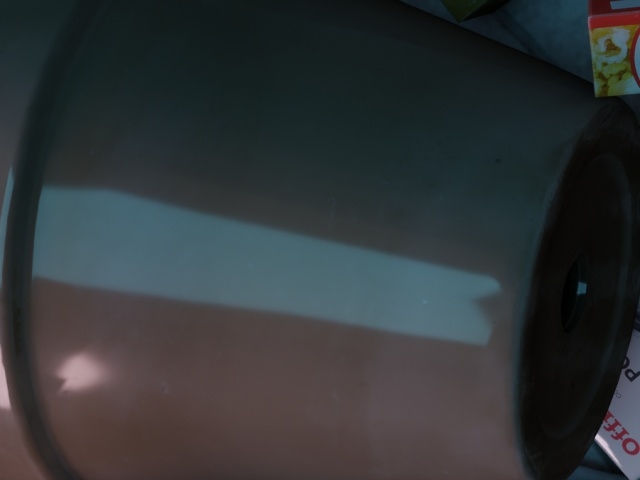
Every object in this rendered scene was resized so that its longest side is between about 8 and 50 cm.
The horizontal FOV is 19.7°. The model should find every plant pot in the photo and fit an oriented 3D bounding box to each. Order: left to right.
[{"bbox_3d":[0.000,0.000,0.908,0.280,0.323,0.323,10,106,25],"label":"plant pot"}]

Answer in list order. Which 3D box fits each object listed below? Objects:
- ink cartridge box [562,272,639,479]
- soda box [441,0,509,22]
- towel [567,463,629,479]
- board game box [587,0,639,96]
[{"bbox_3d":[0.190,0.040,0.978,0.109,0.063,0.150,49,117,8],"label":"ink cartridge box"},{"bbox_3d":[0.130,-0.191,0.955,0.181,0.058,0.061,-38,85,28],"label":"soda box"},{"bbox_3d":[0.222,0.296,0.987,0.374,0.090,0.320,7,102,36],"label":"towel"},{"bbox_3d":[0.221,-0.128,0.849,0.194,0.146,0.045,-5,124,10],"label":"board game box"}]
